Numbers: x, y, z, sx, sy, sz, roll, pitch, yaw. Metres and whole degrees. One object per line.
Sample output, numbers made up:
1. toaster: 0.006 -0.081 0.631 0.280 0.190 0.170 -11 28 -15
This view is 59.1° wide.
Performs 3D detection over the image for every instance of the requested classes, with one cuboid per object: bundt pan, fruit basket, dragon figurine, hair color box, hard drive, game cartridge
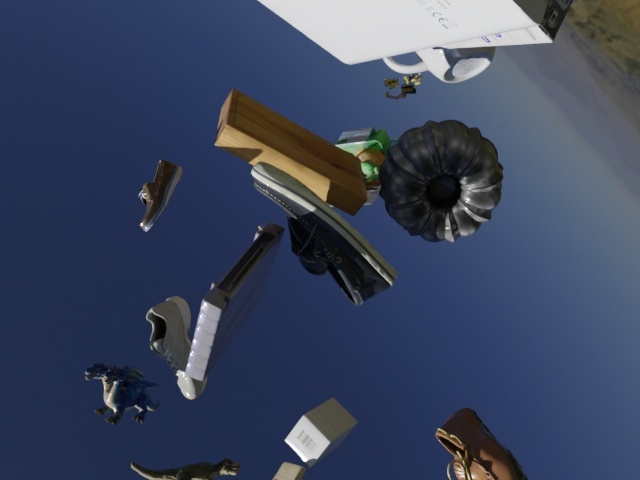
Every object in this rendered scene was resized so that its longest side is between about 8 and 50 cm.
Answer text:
1. bundt pan: 0.313 -0.134 1.449 0.331 0.331 0.124 40 -158 -14
2. fruit basket: 0.101 -0.240 1.925 0.353 0.327 0.165 -52 -51 -38
3. dragon figurine: -0.463 0.370 1.404 0.085 0.144 0.289 22 179 32
4. hair color box: 0.317 -0.497 1.172 0.185 0.110 0.339 28 179 -35
5. hard drive: 0.064 -0.282 0.636 0.203 0.040 0.307 25 173 -36
6. game cartridge: -0.193 0.129 1.297 0.068 0.230 0.355 27 -147 3

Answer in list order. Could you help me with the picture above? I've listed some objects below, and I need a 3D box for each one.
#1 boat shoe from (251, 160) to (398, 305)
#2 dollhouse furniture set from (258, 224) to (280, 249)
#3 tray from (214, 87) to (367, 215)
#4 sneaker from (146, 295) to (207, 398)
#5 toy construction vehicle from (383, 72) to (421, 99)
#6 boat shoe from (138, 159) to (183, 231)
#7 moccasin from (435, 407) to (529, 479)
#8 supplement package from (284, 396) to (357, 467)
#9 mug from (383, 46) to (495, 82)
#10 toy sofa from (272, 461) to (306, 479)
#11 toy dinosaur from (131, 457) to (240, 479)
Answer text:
1. boat shoe: 0.000 0.000 1.371 0.500 0.156 0.187 43 -179 -35
2. dollhouse furniture set: -0.270 0.033 2.251 0.123 0.151 0.144 55 -172 2
3. tray: -0.068 -0.232 1.484 0.411 0.076 0.203 26 -146 -23
4. sneaker: -0.372 0.277 1.412 0.121 0.099 0.262 -13 -95 -62
5. toy construction vehicle: 0.217 -0.402 1.483 0.086 0.098 0.035 36 -131 -77
6. boat shoe: -0.395 -0.109 1.345 0.066 0.066 0.183 30 -117 -22
7. moccasin: 0.360 0.511 1.272 0.139 0.147 0.380 60 177 -19
8. supplement package: 0.005 0.530 1.572 0.105 0.105 0.179 40 -161 22
9. mug: 0.368 -0.672 1.807 0.276 0.374 0.328 32 -140 -72
10. toy sofa: 0.003 0.782 1.528 0.362 0.150 0.177 43 -117 -8
11. toy dinosaur: -0.329 0.598 1.378 0.268 0.064 0.118 -1 -120 -4
